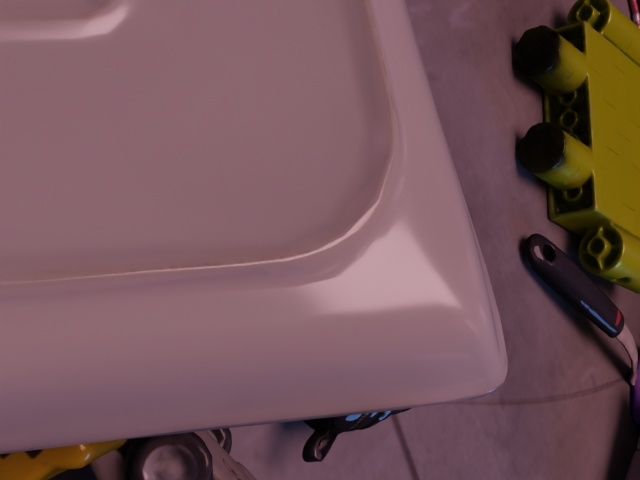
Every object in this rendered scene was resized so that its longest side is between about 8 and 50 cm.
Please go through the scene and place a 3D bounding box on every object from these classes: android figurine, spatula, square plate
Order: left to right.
[{"bbox_3d":[-0.119,-0.103,0.425,0.344,0.049,0.347,-4,71,-22],"label":"square plate"},{"bbox_3d":[0.252,-0.077,1.130,0.273,0.056,0.248,24,60,-47],"label":"android figurine"},{"bbox_3d":[0.245,0.082,1.088,0.296,0.030,0.084,45,49,-37],"label":"spatula"}]

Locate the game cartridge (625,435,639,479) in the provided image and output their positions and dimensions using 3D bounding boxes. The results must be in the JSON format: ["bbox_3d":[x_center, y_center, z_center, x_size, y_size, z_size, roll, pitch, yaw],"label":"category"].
[{"bbox_3d":[0.345,0.306,1.111,0.355,0.068,0.230,52,54,-31],"label":"game cartridge"}]

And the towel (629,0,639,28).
[{"bbox_3d":[0.346,-0.252,1.341,0.144,0.029,0.197,-3,82,-54],"label":"towel"}]

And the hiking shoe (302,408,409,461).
[{"bbox_3d":[0.000,0.000,0.719,0.114,0.086,0.227,-27,103,-58],"label":"hiking shoe"}]

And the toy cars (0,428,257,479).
[{"bbox_3d":[-0.103,0.087,0.525,0.394,0.087,0.176,48,0,-37],"label":"toy cars"}]
